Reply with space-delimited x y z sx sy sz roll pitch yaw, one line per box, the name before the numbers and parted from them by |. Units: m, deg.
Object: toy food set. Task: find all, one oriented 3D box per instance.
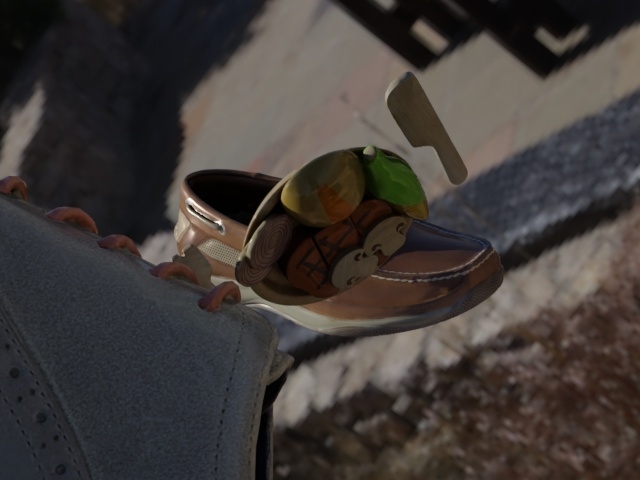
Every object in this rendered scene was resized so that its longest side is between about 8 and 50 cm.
toy food set | 0.008 -0.004 1.035 0.192 0.132 0.038 -38 52 1

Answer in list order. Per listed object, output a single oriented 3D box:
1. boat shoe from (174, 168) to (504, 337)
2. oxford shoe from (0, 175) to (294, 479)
boat shoe | 0.000 0.000 1.428 0.324 0.116 0.123 5 29 33
oxford shoe | -0.090 0.038 0.509 0.146 0.397 0.140 -29 -7 -2
